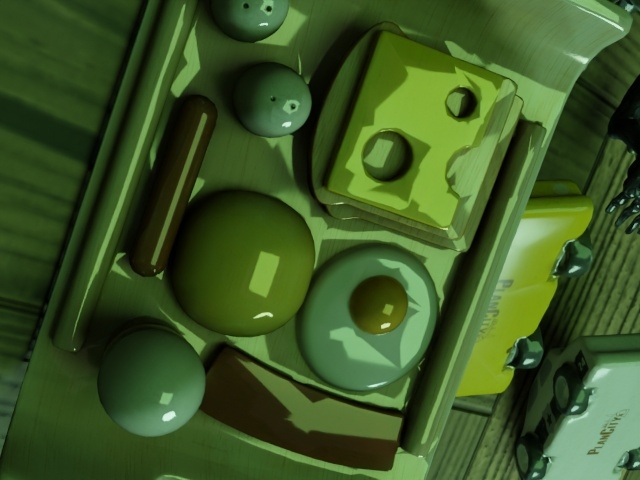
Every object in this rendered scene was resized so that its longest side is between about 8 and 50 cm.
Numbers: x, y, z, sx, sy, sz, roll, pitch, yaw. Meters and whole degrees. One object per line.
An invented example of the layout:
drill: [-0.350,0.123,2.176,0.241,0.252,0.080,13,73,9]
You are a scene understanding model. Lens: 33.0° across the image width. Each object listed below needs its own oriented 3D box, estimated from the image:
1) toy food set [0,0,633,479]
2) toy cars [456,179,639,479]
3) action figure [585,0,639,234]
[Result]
toy food set: [0.000,0.000,0.508,0.219,0.092,0.306,18,96,-14]
toy cars: [0.148,0.065,0.743,0.176,0.087,0.393,-28,138,19]
action figure: [0.210,-0.113,0.694,0.164,0.141,0.276,22,49,-21]
